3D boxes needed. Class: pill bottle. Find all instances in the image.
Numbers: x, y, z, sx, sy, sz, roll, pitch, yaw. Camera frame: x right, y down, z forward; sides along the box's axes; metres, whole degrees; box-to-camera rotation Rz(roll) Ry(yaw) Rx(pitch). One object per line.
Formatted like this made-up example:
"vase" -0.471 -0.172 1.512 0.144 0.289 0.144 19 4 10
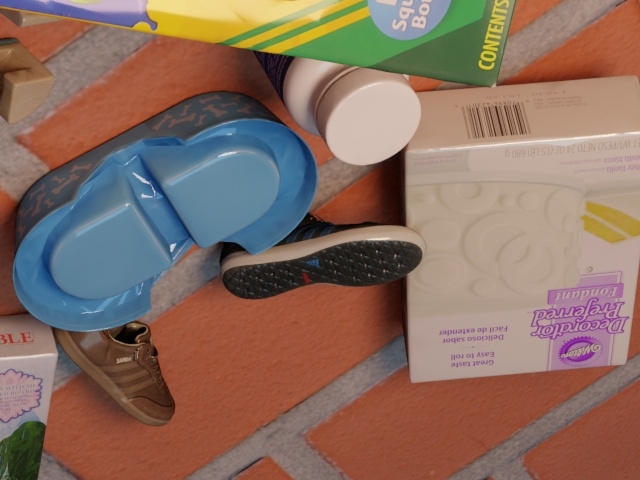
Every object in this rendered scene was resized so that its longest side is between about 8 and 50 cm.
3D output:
"pill bottle" 0.011 -0.152 1.270 0.112 0.186 0.112 -13 134 -14

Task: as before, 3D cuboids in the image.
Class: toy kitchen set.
"toy kitchen set" -0.317 -0.179 1.162 0.207 0.122 0.166 -17 138 -40

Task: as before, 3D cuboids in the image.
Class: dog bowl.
"dog bowl" -0.151 -0.032 1.381 0.297 0.074 0.166 -29 136 -1

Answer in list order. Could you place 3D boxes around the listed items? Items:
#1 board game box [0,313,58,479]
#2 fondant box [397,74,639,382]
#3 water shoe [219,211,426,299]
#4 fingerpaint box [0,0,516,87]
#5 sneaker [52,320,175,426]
"board game box" -0.436 0.217 1.470 0.319 0.066 0.318 -4 131 -24
"fondant box" 0.202 -0.004 1.523 0.238 0.096 0.330 -5 134 0
"water shoe" 0.000 0.000 1.454 0.203 0.080 0.073 -7 137 3
"fingerpaint box" -0.023 -0.343 0.915 0.371 0.163 0.445 6 104 -32
"sneaker" -0.188 0.123 1.508 0.071 0.066 0.188 -36 136 6
